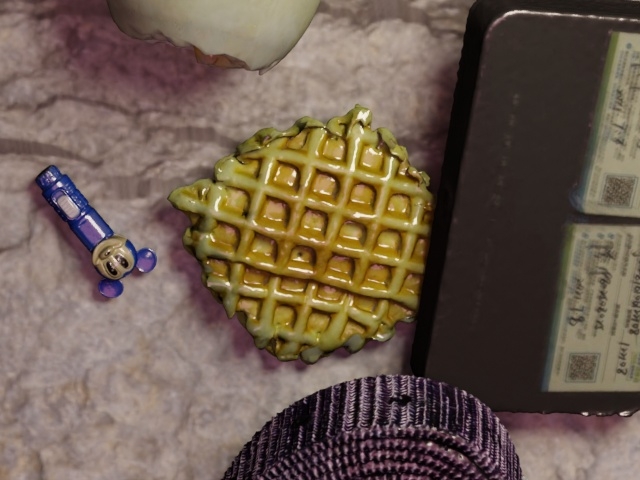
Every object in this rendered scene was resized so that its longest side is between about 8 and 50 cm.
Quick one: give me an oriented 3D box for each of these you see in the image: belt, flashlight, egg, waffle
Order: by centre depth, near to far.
[{"bbox_3d":[-0.075,-0.245,1.446,0.183,0.183,0.217,15,92,-6],"label":"egg"},{"bbox_3d":[0.036,0.259,1.554,0.260,0.122,0.325,29,113,-10],"label":"belt"},{"bbox_3d":[-0.191,-0.010,1.556,0.057,0.035,0.121,-38,101,5],"label":"flashlight"},{"bbox_3d":[0.000,0.000,1.556,0.207,0.054,0.214,-28,108,2],"label":"waffle"}]

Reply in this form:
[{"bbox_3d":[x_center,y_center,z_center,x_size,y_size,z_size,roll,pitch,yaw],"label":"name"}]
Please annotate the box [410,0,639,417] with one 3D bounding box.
[{"bbox_3d":[0.199,-0.023,1.522,0.211,0.058,0.350,3,112,-15],"label":"box"}]
